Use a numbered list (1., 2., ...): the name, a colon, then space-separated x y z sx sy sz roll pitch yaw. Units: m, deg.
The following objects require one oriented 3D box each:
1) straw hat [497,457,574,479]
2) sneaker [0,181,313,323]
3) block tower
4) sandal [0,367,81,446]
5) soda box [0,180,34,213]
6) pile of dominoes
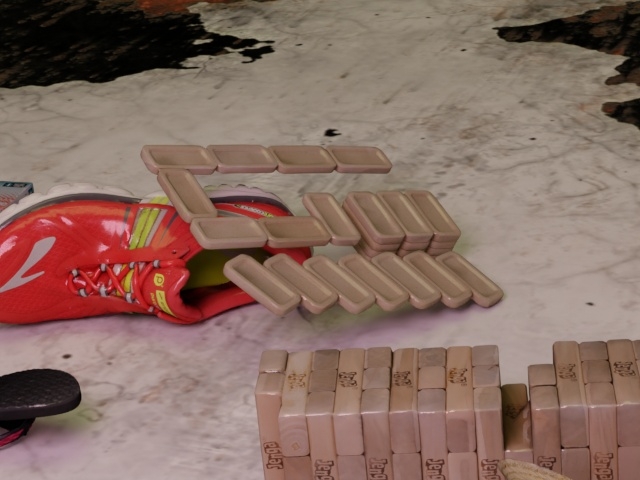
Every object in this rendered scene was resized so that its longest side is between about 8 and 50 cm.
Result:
1. straw hat: 0.148 0.183 0.951 0.144 0.144 0.061 19 72 41
2. sneaker: -0.140 0.018 1.334 0.279 0.107 0.118 -10 29 -12
3. block tower: 0.131 0.122 1.067 0.335 0.097 0.091 -3 24 5
4. sandal: -0.242 0.125 1.190 0.179 0.040 0.067 -11 15 19
5. soda box: -0.342 -0.019 1.499 0.183 0.058 0.063 4 25 16
6. pile of dominoes: 0.000 0.000 1.340 0.251 0.040 0.196 -2 42 -35
